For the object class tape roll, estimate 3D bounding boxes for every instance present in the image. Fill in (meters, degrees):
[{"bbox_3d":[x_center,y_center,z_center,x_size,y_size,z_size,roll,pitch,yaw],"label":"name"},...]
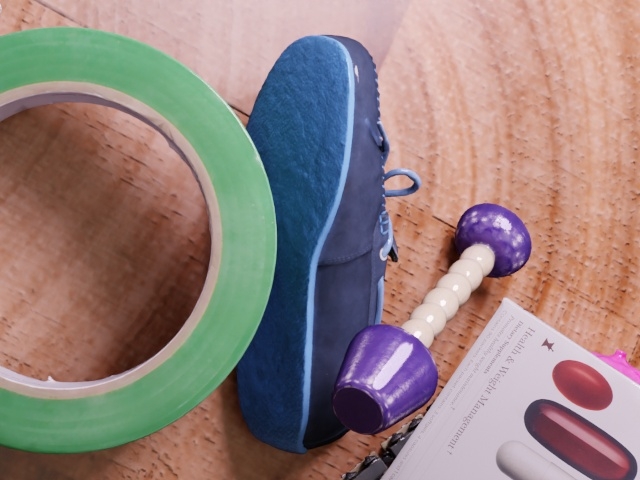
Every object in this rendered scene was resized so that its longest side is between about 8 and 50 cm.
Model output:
[{"bbox_3d":[-0.194,0.001,1.302,0.321,0.077,0.321,0,88,-4],"label":"tape roll"}]

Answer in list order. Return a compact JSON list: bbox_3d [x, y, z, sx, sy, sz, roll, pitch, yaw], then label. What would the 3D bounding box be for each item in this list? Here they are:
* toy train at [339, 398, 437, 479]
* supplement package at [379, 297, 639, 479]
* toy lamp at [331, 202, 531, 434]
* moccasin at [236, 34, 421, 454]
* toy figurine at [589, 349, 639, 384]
[{"bbox_3d":[0.072,0.172,1.454,0.158,0.036,0.027,-38,96,-18],"label":"toy train"},{"bbox_3d":[0.193,0.191,1.371,0.203,0.149,0.194,33,89,26],"label":"supplement package"},{"bbox_3d":[0.091,0.062,1.370,0.080,0.080,0.275,55,42,-10],"label":"toy lamp"},{"bbox_3d":[0.000,0.000,1.396,0.117,0.137,0.342,-5,110,-45],"label":"moccasin"},{"bbox_3d":[0.242,0.179,1.492,0.173,0.130,0.159,-17,80,5],"label":"toy figurine"}]
